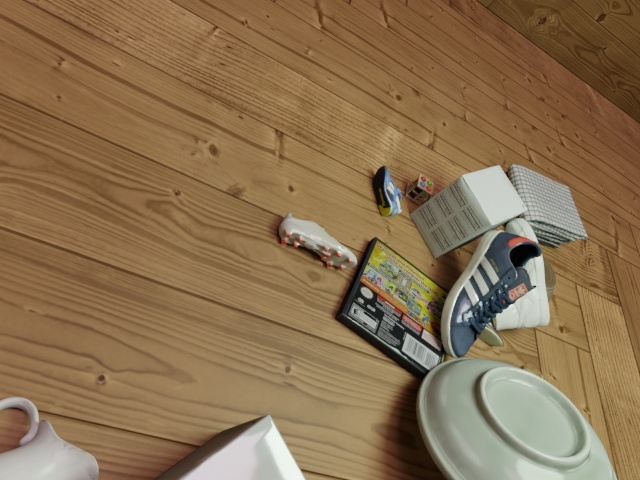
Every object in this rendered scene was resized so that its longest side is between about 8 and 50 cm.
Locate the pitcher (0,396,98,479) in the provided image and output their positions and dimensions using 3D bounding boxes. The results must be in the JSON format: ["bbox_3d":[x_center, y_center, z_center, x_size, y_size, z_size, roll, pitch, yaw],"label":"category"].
[{"bbox_3d":[-0.413,0.300,0.549,0.177,0.125,0.207,36,35,16],"label":"pitcher"}]

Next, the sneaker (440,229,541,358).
[{"bbox_3d":[0.409,0.125,1.070,0.131,0.148,0.350,45,67,-38],"label":"sneaker"}]

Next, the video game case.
[{"bbox_3d":[0.191,0.159,1.074,0.275,0.035,0.248,37,50,-9],"label":"video game case"}]

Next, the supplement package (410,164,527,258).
[{"bbox_3d":[0.398,-0.078,1.237,0.194,0.203,0.149,-17,75,-39],"label":"supplement package"}]

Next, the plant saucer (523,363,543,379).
[{"bbox_3d":[0.559,0.371,1.206,0.083,0.015,0.083,16,56,-26],"label":"plant saucer"}]

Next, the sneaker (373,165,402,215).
[{"bbox_3d":[0.183,-0.131,1.228,0.059,0.053,0.144,3,71,-31],"label":"sneaker"}]

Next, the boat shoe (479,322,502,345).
[{"bbox_3d":[0.419,0.221,1.182,0.137,0.049,0.043,39,47,-2],"label":"boat shoe"}]

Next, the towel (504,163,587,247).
[{"bbox_3d":[0.733,-0.110,1.538,0.283,0.121,0.235,14,55,-25],"label":"towel"}]

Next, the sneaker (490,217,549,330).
[{"bbox_3d":[0.488,0.092,1.205,0.169,0.108,0.293,-8,83,-1],"label":"sneaker"}]

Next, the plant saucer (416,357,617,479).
[{"bbox_3d":[0.389,0.356,0.879,0.400,0.101,0.400,12,30,-7],"label":"plant saucer"}]

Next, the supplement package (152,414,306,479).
[{"bbox_3d":[-0.117,0.417,0.611,0.199,0.198,0.263,-25,79,-40],"label":"supplement package"}]

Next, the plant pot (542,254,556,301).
[{"bbox_3d":[0.600,0.105,1.328,0.237,0.110,0.237,17,55,-26],"label":"plant pot"}]

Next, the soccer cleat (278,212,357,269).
[{"bbox_3d":[0.000,0.000,1.022,0.196,0.068,0.076,26,49,-15],"label":"soccer cleat"}]

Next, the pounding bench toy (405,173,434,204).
[{"bbox_3d":[0.295,-0.139,1.296,0.083,0.065,0.052,31,51,-15],"label":"pounding bench toy"}]
